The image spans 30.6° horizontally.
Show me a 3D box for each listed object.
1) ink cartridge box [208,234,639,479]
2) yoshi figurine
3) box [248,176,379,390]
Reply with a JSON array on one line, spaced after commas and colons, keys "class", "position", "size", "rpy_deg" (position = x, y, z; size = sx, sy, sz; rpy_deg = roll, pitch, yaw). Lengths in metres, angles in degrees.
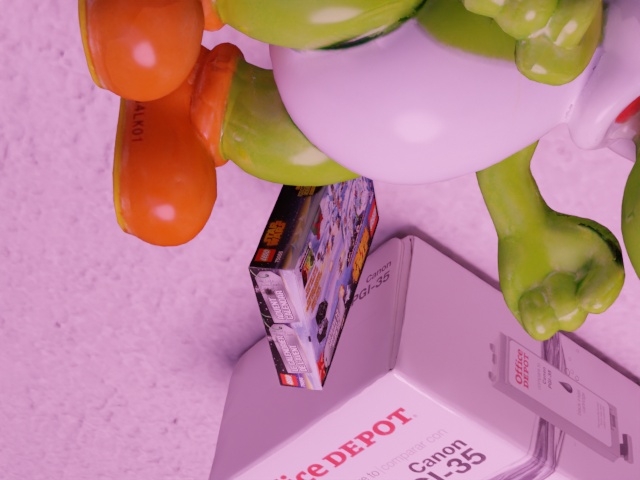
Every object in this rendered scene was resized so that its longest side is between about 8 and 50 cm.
[{"class": "ink cartridge box", "position": [0.095, 0.152, 0.786], "size": [0.283, 0.117, 0.207], "rpy_deg": [33, 132, -20]}, {"class": "yoshi figurine", "position": [0.088, -0.044, 0.494], "size": [0.362, 0.203, 0.203], "rpy_deg": [2, 103, 0]}, {"class": "box", "position": [0.000, 0.000, 0.642], "size": [0.027, 0.137, 0.094], "rpy_deg": [4, 135, 17]}]
